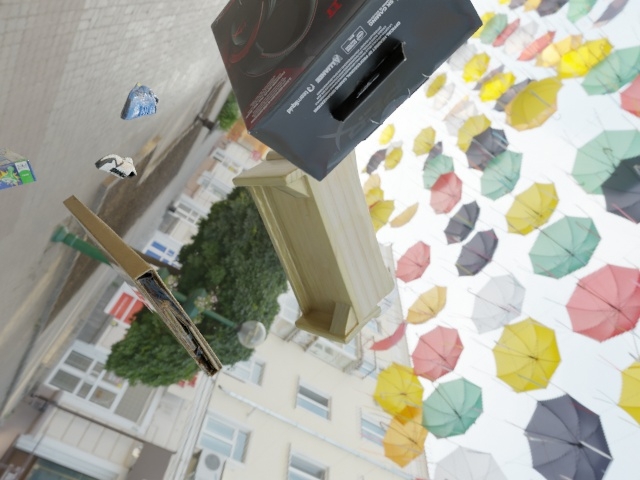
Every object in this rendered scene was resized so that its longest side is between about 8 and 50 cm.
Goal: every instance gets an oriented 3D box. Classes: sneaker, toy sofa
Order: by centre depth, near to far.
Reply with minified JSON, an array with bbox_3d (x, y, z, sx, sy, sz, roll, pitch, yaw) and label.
[{"bbox_3d":[0.000,0.000,0.824,0.150,0.362,0.177,6,-145,44],"label":"toy sofa"},{"bbox_3d":[-0.432,-0.156,0.919,0.040,0.043,0.109,-27,180,16],"label":"sneaker"},{"bbox_3d":[-0.505,-0.385,1.220,0.069,0.082,0.209,-50,-153,24],"label":"sneaker"}]

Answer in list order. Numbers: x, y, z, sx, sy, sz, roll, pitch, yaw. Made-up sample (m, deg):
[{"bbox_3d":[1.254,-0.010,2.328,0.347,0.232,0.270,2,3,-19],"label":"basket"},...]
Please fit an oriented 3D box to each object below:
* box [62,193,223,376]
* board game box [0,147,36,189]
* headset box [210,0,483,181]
[{"bbox_3d":[-0.196,0.047,0.471,0.021,0.164,0.201,-40,-134,-23],"label":"box"},{"bbox_3d":[-0.537,-0.102,0.661,0.136,0.035,0.201,-27,-149,-36],"label":"board game box"},{"bbox_3d":[0.007,-0.224,0.461,0.218,0.110,0.293,-41,-134,21],"label":"headset box"}]
